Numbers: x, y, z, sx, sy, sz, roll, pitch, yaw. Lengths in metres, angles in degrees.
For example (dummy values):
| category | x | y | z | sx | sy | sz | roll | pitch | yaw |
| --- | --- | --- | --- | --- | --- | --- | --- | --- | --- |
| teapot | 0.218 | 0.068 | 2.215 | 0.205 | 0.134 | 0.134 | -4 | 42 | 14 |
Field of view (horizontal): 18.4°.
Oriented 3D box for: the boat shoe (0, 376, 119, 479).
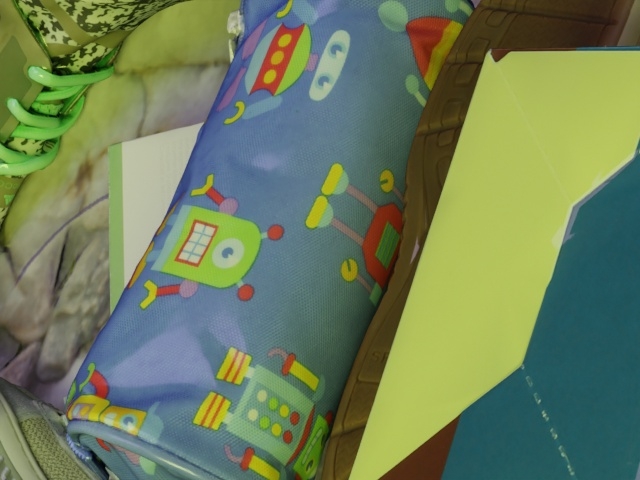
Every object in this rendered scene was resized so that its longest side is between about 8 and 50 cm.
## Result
| category | x | y | z | sx | sy | sz | roll | pitch | yaw |
| --- | --- | --- | --- | --- | --- | --- | --- | --- | --- |
| boat shoe | -0.136 | 0.166 | 1.081 | 0.320 | 0.103 | 0.118 | 33 | 110 | 53 |

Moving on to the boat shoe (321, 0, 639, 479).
| category | x | y | z | sx | sy | sz | roll | pitch | yaw |
| --- | --- | --- | --- | --- | --- | --- | --- | --- | --- |
| boat shoe | 0.107 | 0.000 | 0.929 | 0.121 | 0.110 | 0.341 | 12 | 79 | 58 |

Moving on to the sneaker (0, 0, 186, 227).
| category | x | y | z | sx | sy | sz | roll | pitch | yaw |
| --- | --- | --- | --- | --- | --- | --- | --- | --- | --- |
| sneaker | -0.204 | -0.094 | 1.290 | 0.410 | 0.158 | 0.182 | -15 | 89 | 35 |

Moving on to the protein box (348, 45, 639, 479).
| category | x | y | z | sx | sy | sz | roll | pitch | yaw |
| --- | --- | --- | --- | --- | --- | --- | --- | --- | --- |
| protein box | 0.146 | 0.054 | 0.788 | 0.136 | 0.201 | 0.200 | 5 | 71 | 44 |

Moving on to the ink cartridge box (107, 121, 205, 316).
| category | x | y | z | sx | sy | sz | roll | pitch | yaw |
| --- | --- | --- | --- | --- | --- | --- | --- | --- | --- |
| ink cartridge box | 0.000 | 0.000 | 1.070 | 0.235 | 0.056 | 0.171 | -13 | 57 | 13 |

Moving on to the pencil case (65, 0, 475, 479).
| category | x | y | z | sx | sy | sz | roll | pitch | yaw |
| --- | --- | --- | --- | --- | --- | --- | --- | --- | --- |
| pencil case | -0.024 | -0.006 | 0.977 | 0.133 | 0.119 | 0.306 | 13 | 67 | 21 |
